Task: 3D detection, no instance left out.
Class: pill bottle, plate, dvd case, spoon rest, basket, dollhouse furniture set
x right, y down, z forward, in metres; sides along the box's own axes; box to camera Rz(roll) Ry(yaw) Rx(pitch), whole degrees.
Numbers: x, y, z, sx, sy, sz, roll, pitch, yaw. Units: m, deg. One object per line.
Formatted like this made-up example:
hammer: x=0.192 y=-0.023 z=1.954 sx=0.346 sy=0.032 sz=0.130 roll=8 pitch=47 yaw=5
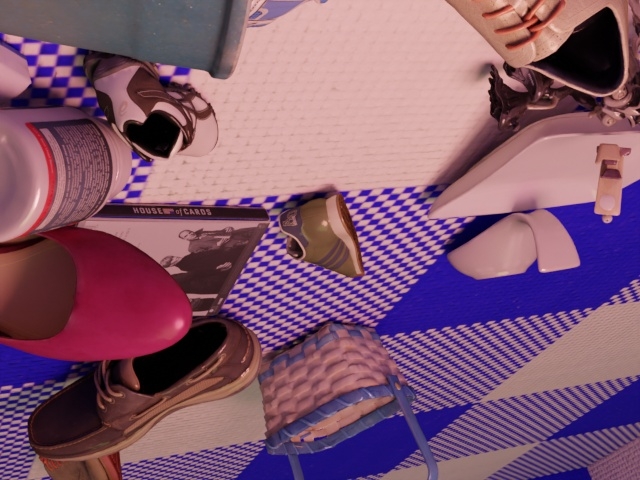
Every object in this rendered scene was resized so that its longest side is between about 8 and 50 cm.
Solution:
pill bottle: x=-0.238 y=-0.062 z=0.919 sx=0.108 sy=0.108 sz=0.180 roll=-27 pitch=179 yaw=20
plate: x=0.301 y=-0.098 z=1.285 sx=0.278 sy=0.045 sz=0.277 roll=-6 pitch=165 yaw=-23
dvd case: x=-0.196 y=0.027 z=1.245 sx=0.239 sy=0.029 sz=0.179 roll=1 pitch=138 yaw=-34
spoon rest: x=0.263 y=0.006 z=1.454 sx=0.137 sy=0.084 sz=0.276 roll=-8 pitch=178 yaw=-14
basket: x=0.041 y=0.290 z=1.687 sx=0.255 sy=0.289 sz=0.201 roll=-30 pitch=153 yaw=29
dollhouse furniture set: x=0.343 y=-0.055 z=1.120 sx=0.114 sy=0.081 sz=0.091 roll=6 pitch=-177 yaw=13

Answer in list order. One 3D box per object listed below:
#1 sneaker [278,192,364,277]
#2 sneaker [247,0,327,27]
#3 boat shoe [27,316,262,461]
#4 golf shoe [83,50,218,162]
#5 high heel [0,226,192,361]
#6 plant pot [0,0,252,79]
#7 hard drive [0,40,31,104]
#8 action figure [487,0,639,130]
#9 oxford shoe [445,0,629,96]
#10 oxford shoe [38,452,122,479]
sneaker: x=0.000 y=0.000 z=1.328 sx=0.086 sy=0.064 sz=0.192 roll=-12 pitch=156 yaw=6
sneaker: x=-0.080 y=-0.192 z=0.835 sx=0.211 sy=0.080 sz=0.081 roll=-15 pitch=153 yaw=-3
boat shoe: x=-0.261 y=0.193 z=1.509 sx=0.355 sy=0.132 sz=0.130 roll=-26 pitch=146 yaw=-1
golf shoe: x=-0.146 y=-0.101 z=0.971 sx=0.077 sy=0.094 sz=0.198 roll=-25 pitch=156 yaw=14
high heel: x=-0.307 y=0.037 z=0.922 sx=0.377 sy=0.127 sz=0.181 roll=8 pitch=-179 yaw=14
plant pot: x=-0.160 y=-0.226 z=0.516 sx=0.255 sy=0.271 sz=0.271 roll=4 pitch=151 yaw=-11
hard drive: x=-0.399 y=-0.141 z=0.777 sx=0.210 sy=0.040 sz=0.319 roll=-25 pitch=155 yaw=18
action figure: x=0.316 y=-0.172 z=1.077 sx=0.276 sy=0.141 sz=0.164 roll=1 pitch=152 yaw=-3
oxford shoe: x=0.150 y=-0.225 z=0.834 sx=0.140 sy=0.146 sz=0.397 roll=-32 pitch=152 yaw=31
oxford shoe: x=-0.394 y=0.353 z=1.745 sx=0.130 sy=0.123 sz=0.348 roll=-6 pitch=153 yaw=-11
